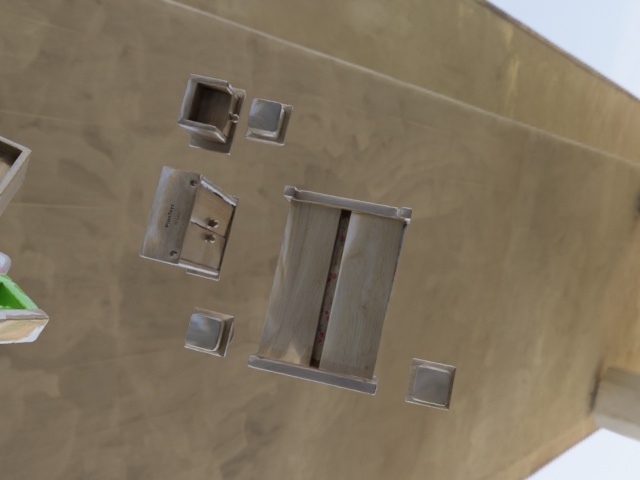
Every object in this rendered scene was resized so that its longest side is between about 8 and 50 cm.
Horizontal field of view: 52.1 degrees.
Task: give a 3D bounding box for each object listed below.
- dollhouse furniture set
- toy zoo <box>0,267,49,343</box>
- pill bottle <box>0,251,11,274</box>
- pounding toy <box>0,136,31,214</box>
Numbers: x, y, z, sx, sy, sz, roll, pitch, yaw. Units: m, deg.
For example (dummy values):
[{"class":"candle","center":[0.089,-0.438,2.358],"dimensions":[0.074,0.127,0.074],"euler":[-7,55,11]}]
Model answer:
[{"class":"dollhouse furniture set","center":[0.000,0.000,0.770],"dimensions":[0.174,0.355,0.303],"euler":[46,-123,-81]},{"class":"toy zoo","center":[-0.396,-0.012,0.565],"dimensions":[0.030,0.293,0.192],"euler":[-54,-20,7]},{"class":"pill bottle","center":[-0.560,0.023,0.816],"dimensions":[0.283,0.161,0.161],"euler":[32,-105,-17]},{"class":"pounding toy","center":[-0.518,-0.102,0.956],"dimensions":[0.141,0.100,0.130],"euler":[24,-140,-16]}]
